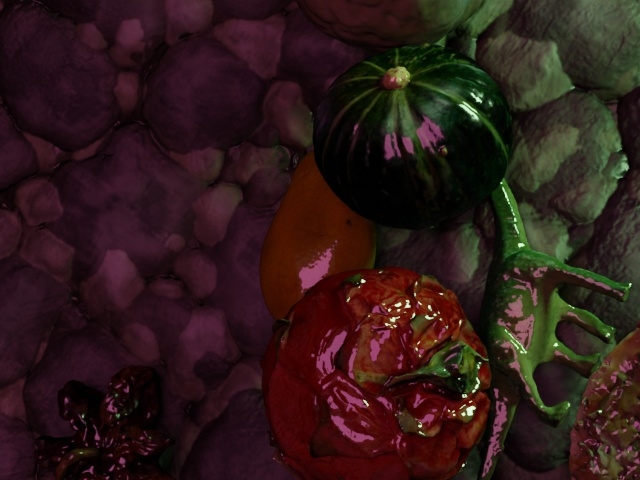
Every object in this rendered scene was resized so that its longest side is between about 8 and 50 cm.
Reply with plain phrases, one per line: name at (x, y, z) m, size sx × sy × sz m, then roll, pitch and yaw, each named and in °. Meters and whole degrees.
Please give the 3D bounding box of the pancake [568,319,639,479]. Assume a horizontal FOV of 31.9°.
pancake at (0.431, 0.234, 1.119) m, size 0.382 × 0.071 × 0.382 m, roll 0°, pitch 90°, yaw 20°

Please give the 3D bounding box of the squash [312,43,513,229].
squash at (0.099, -0.112, 1.201) m, size 0.218 × 0.218 × 0.172 m, roll -9°, pitch 121°, yaw 17°

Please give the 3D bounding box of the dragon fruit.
dragon fruit at (0.050, 0.160, 1.162) m, size 0.244 × 0.244 × 0.298 m, roll 38°, pitch 128°, yaw 19°

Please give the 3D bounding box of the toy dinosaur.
toy dinosaur at (0.175, 0.052, 1.234) m, size 0.301 × 0.087 × 0.447 m, roll 29°, pitch 88°, yaw 21°

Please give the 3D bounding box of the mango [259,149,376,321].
mango at (0.000, 0.000, 1.294) m, size 0.136 × 0.099 × 0.227 m, roll 3°, pitch 75°, yaw 25°

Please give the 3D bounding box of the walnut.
walnut at (0.073, -0.333, 1.244) m, size 0.248 × 0.248 × 0.248 m, roll -3°, pitch 82°, yaw 18°

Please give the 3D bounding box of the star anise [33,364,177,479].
star anise at (-0.252, 0.259, 1.324) m, size 0.190 × 0.126 × 0.220 m, roll -22°, pitch 73°, yaw 10°
